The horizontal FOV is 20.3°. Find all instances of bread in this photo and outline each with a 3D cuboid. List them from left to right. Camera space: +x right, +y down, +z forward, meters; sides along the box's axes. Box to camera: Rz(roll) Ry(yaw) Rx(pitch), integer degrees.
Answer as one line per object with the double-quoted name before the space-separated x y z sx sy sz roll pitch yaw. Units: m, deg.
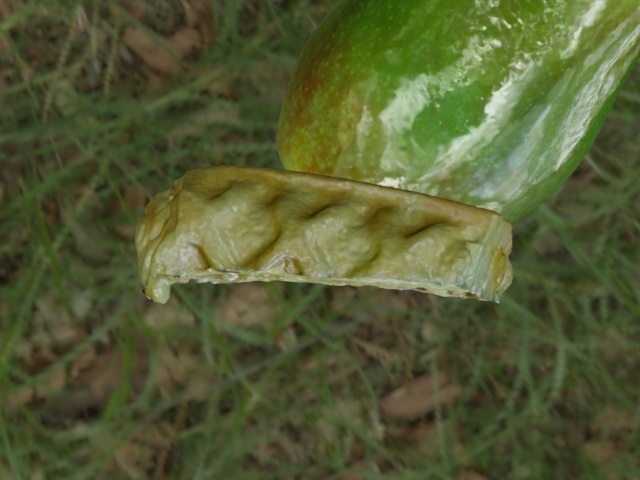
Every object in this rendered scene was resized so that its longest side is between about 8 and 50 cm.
"bread" 0.000 0.000 1.097 0.232 0.128 0.088 3 91 15

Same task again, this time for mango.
"mango" 0.127 -0.139 1.364 0.382 0.225 0.201 -41 154 22
